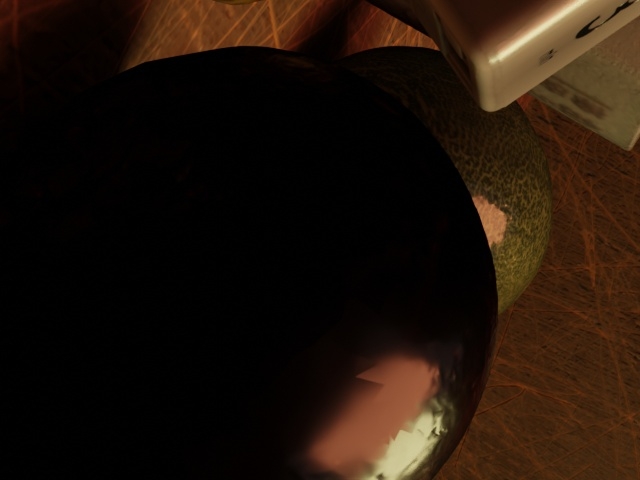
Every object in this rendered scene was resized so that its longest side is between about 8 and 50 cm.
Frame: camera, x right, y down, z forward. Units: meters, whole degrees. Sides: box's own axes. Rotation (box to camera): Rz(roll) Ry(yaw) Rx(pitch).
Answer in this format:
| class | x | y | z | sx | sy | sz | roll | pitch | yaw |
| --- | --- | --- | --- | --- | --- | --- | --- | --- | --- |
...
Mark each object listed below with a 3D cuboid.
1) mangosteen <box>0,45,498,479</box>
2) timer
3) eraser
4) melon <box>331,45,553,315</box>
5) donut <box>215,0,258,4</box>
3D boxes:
| class | x | y | z | sx | sy | sz | roll | pitch | yaw |
| --- | --- | --- | --- | --- | --- | --- | --- | --- | --- |
| mangosteen | -0.046 | 0.058 | 0.833 | 0.297 | 0.297 | 0.313 | -45 | 125 | -56 |
| timer | 0.140 | -0.229 | 1.077 | 0.195 | 0.194 | 0.192 | -35 | 171 | 3 |
| eraser | 0.165 | -0.185 | 1.288 | 0.094 | 0.270 | 0.174 | -58 | 172 | -9 |
| melon | 0.080 | -0.035 | 1.364 | 0.248 | 0.249 | 0.329 | -58 | 156 | -4 |
| donut | 0.007 | -0.255 | 0.552 | 0.360 | 0.170 | 0.360 | -54 | 171 | -13 |
